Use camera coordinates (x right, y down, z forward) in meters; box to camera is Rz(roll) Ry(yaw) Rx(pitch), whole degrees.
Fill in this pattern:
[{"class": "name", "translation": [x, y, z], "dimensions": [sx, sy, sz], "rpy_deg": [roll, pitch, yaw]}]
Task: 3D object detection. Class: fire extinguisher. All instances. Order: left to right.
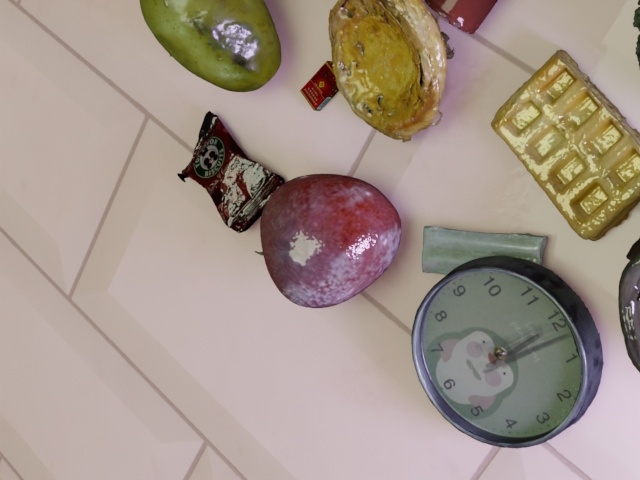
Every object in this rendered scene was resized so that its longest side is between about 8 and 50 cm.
[{"class": "fire extinguisher", "translation": [0.288, -0.488, 1.446], "dimensions": [0.106, 0.147, 0.337], "rpy_deg": [39, 116, 11]}]

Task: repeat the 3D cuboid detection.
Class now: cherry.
[{"class": "cherry", "translation": [0.000, 0.000, 1.647], "dimensions": [0.285, 0.213, 0.236], "rpy_deg": [-10, 97, 25]}]

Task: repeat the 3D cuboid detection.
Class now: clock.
[{"class": "clock", "translation": [0.297, 0.184, 1.524], "dimensions": [0.319, 0.066, 0.319], "rpy_deg": [9, 107, 33]}]

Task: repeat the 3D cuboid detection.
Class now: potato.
[{"class": "potato", "translation": [-0.201, -0.409, 1.729], "dimensions": [0.304, 0.216, 0.216], "rpy_deg": [39, 119, -10]}]

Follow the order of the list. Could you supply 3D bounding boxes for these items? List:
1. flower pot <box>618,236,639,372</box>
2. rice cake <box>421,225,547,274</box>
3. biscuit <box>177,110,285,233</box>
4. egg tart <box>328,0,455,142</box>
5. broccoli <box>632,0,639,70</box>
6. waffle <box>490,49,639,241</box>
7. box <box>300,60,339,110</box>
[{"class": "flower pot", "translation": [0.561, 0.069, 1.270], "dimensions": [0.301, 0.213, 0.302], "rpy_deg": [4, 97, 34]}, {"class": "rice cake", "translation": [0.270, 0.022, 1.566], "dimensions": [0.226, 0.040, 0.085], "rpy_deg": [5, 97, 33]}, {"class": "biscuit", "translation": [-0.190, -0.132, 1.854], "dimensions": [0.235, 0.063, 0.151], "rpy_deg": [46, 105, 27]}, {"class": "egg tart", "translation": [0.131, -0.312, 1.577], "dimensions": [0.291, 0.107, 0.291], "rpy_deg": [33, 138, 36]}, {"class": "broccoli", "translation": [0.550, -0.272, 1.247], "dimensions": [0.245, 0.248, 0.288], "rpy_deg": [-16, 129, 28]}, {"class": "waffle", "translation": [0.397, -0.148, 1.455], "dimensions": [0.168, 0.057, 0.274], "rpy_deg": [-45, 70, 29]}, {"class": "box", "translation": [0.006, -0.286, 1.730], "dimensions": [0.082, 0.023, 0.051], "rpy_deg": [-44, 72, 29]}]
